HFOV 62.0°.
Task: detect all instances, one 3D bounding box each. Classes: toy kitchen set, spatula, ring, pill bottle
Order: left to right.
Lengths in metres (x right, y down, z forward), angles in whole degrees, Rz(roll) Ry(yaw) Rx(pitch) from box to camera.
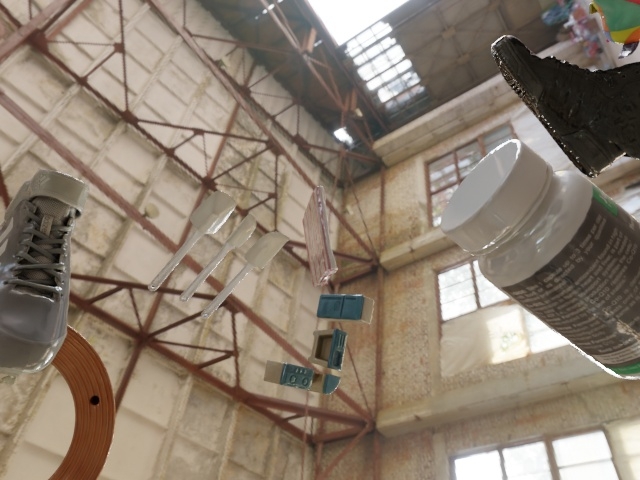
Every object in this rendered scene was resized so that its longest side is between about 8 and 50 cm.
[{"bbox_3d":[-0.475,0.274,0.802,0.032,0.336,0.337,105,146,-78],"label":"ring"},{"bbox_3d":[-0.196,0.035,0.978,0.168,0.242,0.019,34,-159,-30],"label":"spatula"},{"bbox_3d":[-0.002,0.198,1.074,0.166,0.122,0.207,27,-113,-43],"label":"toy kitchen set"},{"bbox_3d":[0.372,0.026,0.798,0.361,0.204,0.204,36,-147,-7],"label":"pill bottle"}]

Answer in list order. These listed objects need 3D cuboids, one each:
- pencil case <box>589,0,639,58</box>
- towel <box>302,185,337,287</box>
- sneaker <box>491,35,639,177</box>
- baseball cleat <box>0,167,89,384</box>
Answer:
[{"bbox_3d":[0.240,-0.276,0.453,0.236,0.104,0.104,45,-147,-23],"label":"pencil case"},{"bbox_3d":[0.000,0.000,0.946,0.197,0.029,0.144,120,141,-74],"label":"towel"},{"bbox_3d":[0.226,-0.121,0.440,0.170,0.089,0.051,52,-163,0],"label":"sneaker"},{"bbox_3d":[-0.215,0.006,0.395,0.072,0.110,0.206,23,-168,-37],"label":"baseball cleat"}]
